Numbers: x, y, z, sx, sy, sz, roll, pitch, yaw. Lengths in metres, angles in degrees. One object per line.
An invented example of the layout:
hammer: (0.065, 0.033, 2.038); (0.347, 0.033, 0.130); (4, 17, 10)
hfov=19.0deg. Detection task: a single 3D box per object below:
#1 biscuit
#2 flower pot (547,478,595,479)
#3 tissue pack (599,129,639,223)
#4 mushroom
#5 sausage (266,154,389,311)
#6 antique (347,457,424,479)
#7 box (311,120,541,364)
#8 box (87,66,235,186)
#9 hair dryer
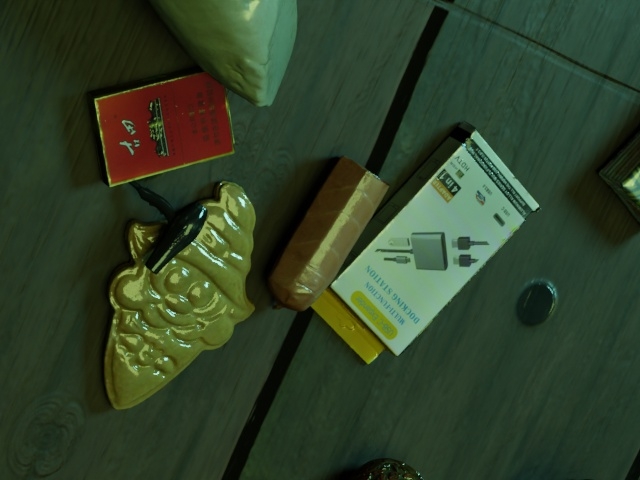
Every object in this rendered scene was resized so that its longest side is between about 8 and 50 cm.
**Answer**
biscuit: (-0.140, 0.056, 1.854); (0.162, 0.035, 0.250); (26, 96, -28)
flower pot: (0.267, 0.398, 2.082); (0.239, 0.209, 0.189); (-48, 123, -6)
tissue pack: (0.386, -0.086, 2.053); (0.148, 0.060, 0.108); (-47, 121, -3)
mushroom: (-0.112, -0.262, 1.697); (0.128, 0.128, 0.350); (-37, 117, -11)
sausage: (0.000, 0.000, 1.886); (0.065, 0.065, 0.169); (30, 92, -32)
antique: (0.069, 0.277, 2.001); (0.104, 0.104, 0.104); (-9, 112, -24)
box: (0.106, 0.009, 1.959); (0.247, 0.033, 0.129); (-47, 123, -5)
box: (-0.148, -0.109, 1.790); (0.133, 0.023, 0.090); (-15, 112, -22)
hair dryer: (-0.157, -0.020, 1.801); (0.083, 0.031, 0.079); (41, 85, -1)
